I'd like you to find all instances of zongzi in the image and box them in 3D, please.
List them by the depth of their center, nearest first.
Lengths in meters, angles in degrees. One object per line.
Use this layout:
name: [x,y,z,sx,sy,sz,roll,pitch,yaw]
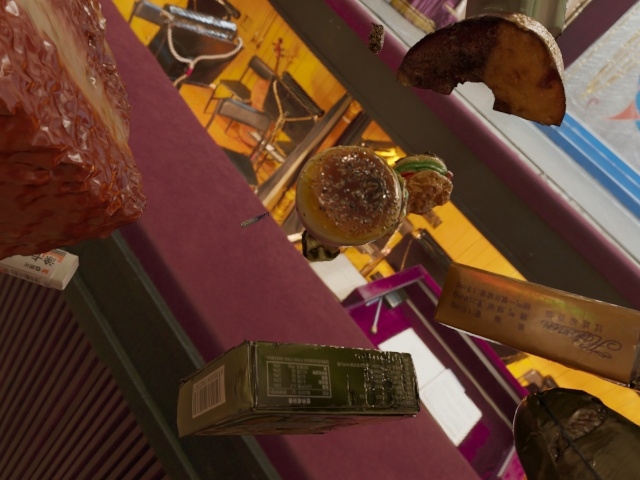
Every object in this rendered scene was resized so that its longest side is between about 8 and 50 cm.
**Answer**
zongzi: [0.324,0.394,0.589,0.356,0.393,0.174,43,-20,57]

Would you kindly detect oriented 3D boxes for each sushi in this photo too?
sushi: [0.182,-0.656,1.487,0.055,0.052,0.120,38,62,-57]

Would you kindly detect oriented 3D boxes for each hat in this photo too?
hat: [-0.001,0.000,0.913,0.076,0.077,0.059,-3,21,-4]

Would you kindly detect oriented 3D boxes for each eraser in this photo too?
eraser: [-0.416,0.027,0.649,0.122,0.029,0.052,21,48,-11]

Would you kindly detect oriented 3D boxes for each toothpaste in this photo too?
toothpaste: [-0.176,-0.056,1.239,0.083,0.024,0.015,-26,67,-16]

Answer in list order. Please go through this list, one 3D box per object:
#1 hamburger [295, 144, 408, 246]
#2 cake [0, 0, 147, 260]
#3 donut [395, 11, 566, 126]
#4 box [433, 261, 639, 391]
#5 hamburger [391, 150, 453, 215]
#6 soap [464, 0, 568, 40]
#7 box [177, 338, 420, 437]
hamburger: [0.039,-0.053,0.550,0.141,0.081,0.126,8,77,-18]
cake: [-0.320,-0.155,0.358,0.270,0.270,0.319,-12,67,-4]
donut: [0.283,-0.315,0.767,0.295,0.151,0.112,23,50,23]
box: [0.425,0.161,0.797,0.416,0.115,0.264,17,-7,22]
hamburger: [0.337,-0.173,1.542,0.237,0.237,0.148,19,47,-34]
soap: [0.518,-0.694,1.198,0.156,0.445,0.261,-7,25,-16]
box: [-0.058,0.344,1.019,0.421,0.373,0.138,15,56,-32]
